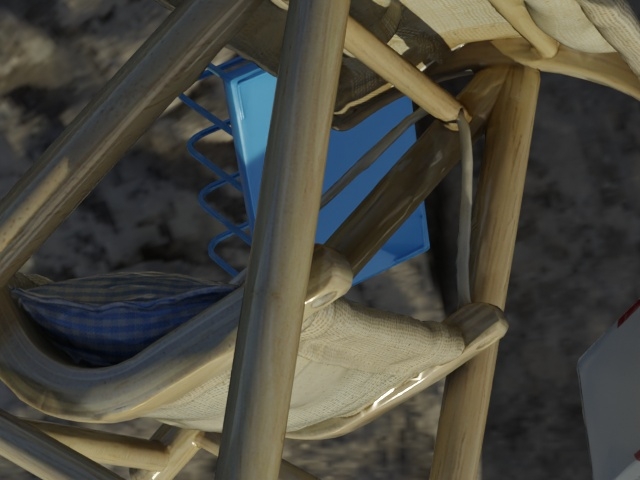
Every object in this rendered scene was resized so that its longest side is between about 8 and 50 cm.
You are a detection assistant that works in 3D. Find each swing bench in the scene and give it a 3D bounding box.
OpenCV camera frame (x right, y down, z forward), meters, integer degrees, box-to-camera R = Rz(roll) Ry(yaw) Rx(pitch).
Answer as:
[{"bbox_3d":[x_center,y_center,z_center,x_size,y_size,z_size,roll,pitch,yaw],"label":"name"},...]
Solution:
[{"bbox_3d":[0.000,0.000,0.697,0.165,0.253,0.254,26,90,22],"label":"swing bench"}]

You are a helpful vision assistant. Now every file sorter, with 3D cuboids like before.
[{"bbox_3d":[-0.017,-0.062,1.223,0.118,0.104,0.170,-25,125,-23],"label":"file sorter"}]

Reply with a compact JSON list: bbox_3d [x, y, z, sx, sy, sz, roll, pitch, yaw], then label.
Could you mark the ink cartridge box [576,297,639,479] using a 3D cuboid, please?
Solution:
[{"bbox_3d":[0.224,0.067,0.914,0.175,0.127,0.072,1,66,-13],"label":"ink cartridge box"}]
